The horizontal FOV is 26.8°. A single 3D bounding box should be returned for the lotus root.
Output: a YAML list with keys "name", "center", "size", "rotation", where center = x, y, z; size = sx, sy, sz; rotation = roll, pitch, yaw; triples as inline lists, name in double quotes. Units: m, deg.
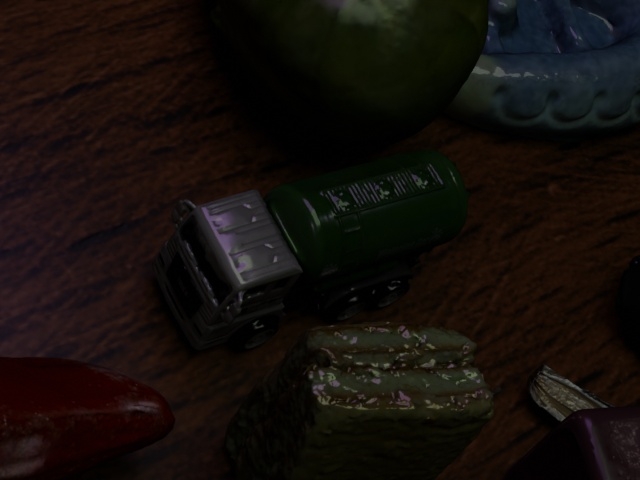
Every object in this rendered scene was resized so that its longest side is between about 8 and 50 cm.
- name: "lotus root"
  center: [0.206, 0.138, 1.115]
  size: [0.083, 0.030, 0.037]
  rotation: [32, 81, -1]

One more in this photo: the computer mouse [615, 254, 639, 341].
- name: "computer mouse"
  center: [0.358, 0.091, 1.196]
  size: [0.217, 0.073, 0.122]
  rotation: [43, 47, 13]

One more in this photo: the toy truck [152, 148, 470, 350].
- name: "toy truck"
  center: [0.000, 0.000, 1.040]
  size: [0.242, 0.125, 0.101]
  rotation: [-17, 69, -33]

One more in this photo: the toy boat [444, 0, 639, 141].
- name: "toy boat"
  center: [0.240, -0.213, 1.310]
  size: [0.330, 0.123, 0.215]
  rotation: [0, 58, -26]

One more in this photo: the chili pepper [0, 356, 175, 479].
- name: "chili pepper"
  center: [-0.216, 0.116, 0.860]
  size: [0.252, 0.144, 0.136]
  rotation: [4, 62, -42]

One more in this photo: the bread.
- name: "bread"
  center: [0.022, 0.126, 0.921]
  size: [0.138, 0.196, 0.102]
  rotation: [-4, 58, -24]

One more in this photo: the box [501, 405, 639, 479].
- name: "box"
  center: [0.247, 0.258, 0.960]
  size: [0.167, 0.193, 0.294]
  rotation: [1, 59, -17]

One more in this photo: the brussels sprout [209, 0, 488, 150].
- name: "brussels sprout"
  center: [0.016, -0.207, 1.139]
  size: [0.271, 0.210, 0.219]
  rotation: [41, 71, 17]
